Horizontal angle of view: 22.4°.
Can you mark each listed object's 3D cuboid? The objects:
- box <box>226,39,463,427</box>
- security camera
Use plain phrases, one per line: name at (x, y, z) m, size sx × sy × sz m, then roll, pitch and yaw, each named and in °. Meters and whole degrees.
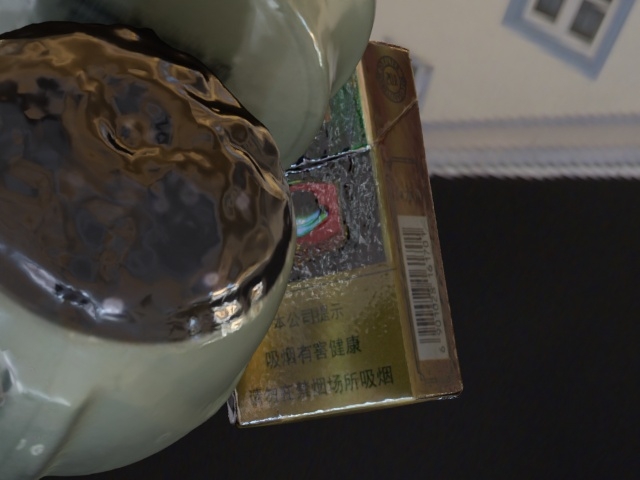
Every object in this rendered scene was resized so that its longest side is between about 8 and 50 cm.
box at (0.000, 0.000, 1.094) m, size 0.071 × 0.159 × 0.240 m, roll 0°, pitch -101°, yaw -52°
security camera at (-0.088, -0.037, 0.630) m, size 0.197 × 0.191 × 0.277 m, roll 24°, pitch -130°, yaw -16°
